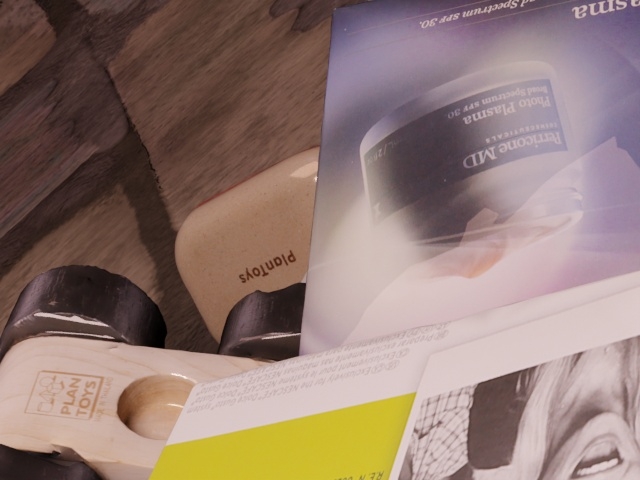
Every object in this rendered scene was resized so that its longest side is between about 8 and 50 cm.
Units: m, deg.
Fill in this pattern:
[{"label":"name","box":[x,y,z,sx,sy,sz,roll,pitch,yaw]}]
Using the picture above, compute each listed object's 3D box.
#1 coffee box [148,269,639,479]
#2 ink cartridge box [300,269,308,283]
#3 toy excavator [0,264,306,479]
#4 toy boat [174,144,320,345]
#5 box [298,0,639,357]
[{"label":"coffee box","box":[0.100,0.257,0.705,0.338,0.337,0.334,-16,39,43]},{"label":"ink cartridge box","box":[0.097,0.026,1.286,0.176,0.127,0.128,-7,46,49]},{"label":"toy excavator","box":[-0.181,0.252,1.193,0.432,0.445,0.222,6,38,3]},{"label":"toy boat","box":[0.000,0.000,1.486,0.231,0.151,0.151,-26,3,32]},{"label":"box","box":[0.160,-0.008,1.028,0.296,0.183,0.294,-11,55,24]}]
